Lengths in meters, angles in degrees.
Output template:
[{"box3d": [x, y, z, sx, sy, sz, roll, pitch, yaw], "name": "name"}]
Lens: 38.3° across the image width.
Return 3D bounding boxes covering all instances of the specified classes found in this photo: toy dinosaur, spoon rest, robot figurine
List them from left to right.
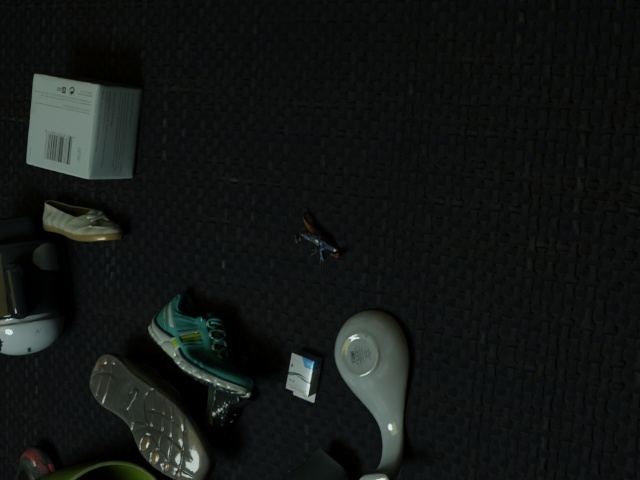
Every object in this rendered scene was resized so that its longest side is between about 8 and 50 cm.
[{"box3d": [-0.617, 0.094, 1.870, 0.174, 0.209, 0.278, -8, 89, 20], "name": "robot figurine"}, {"box3d": [0.000, 0.000, 1.543, 0.082, 0.047, 0.090, 9, 89, 14], "name": "toy dinosaur"}, {"box3d": [0.089, 0.250, 1.496, 0.137, 0.084, 0.276, -14, 74, 32], "name": "spoon rest"}]

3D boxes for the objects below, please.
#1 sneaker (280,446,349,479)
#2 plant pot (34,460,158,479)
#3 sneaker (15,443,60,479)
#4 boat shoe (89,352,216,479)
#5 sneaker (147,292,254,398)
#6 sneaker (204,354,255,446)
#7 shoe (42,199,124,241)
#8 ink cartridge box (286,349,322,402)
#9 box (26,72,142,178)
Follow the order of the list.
[{"box3d": [0.034, 0.458, 1.539, 0.118, 0.083, 0.222, -43, 93, -11], "name": "sneaker"}, {"box3d": [-0.483, 0.553, 1.800, 0.294, 0.275, 0.274, -6, 91, 49], "name": "plant pot"}, {"box3d": [-0.616, 0.573, 1.939, 0.098, 0.135, 0.275, 4, 95, 35], "name": "sneaker"}, {"box3d": [-0.294, 0.321, 1.719, 0.324, 0.116, 0.123, 42, 103, 29], "name": "boat shoe"}, {"box3d": [-0.208, 0.184, 1.637, 0.275, 0.107, 0.110, 36, 88, 39], "name": "sneaker"}, {"box3d": [-0.159, 0.290, 1.663, 0.089, 0.051, 0.170, 0, 87, 36], "name": "sneaker"}, {"box3d": [-0.475, -0.038, 1.826, 0.219, 0.077, 0.058, 11, 105, 34], "name": "shoe"}, {"box3d": [-0.030, 0.237, 1.589, 0.048, 0.028, 0.083, 17, 104, 31], "name": "ink cartridge box"}, {"box3d": [-0.453, -0.219, 1.769, 0.181, 0.119, 0.181, 14, 101, 31], "name": "box"}]
